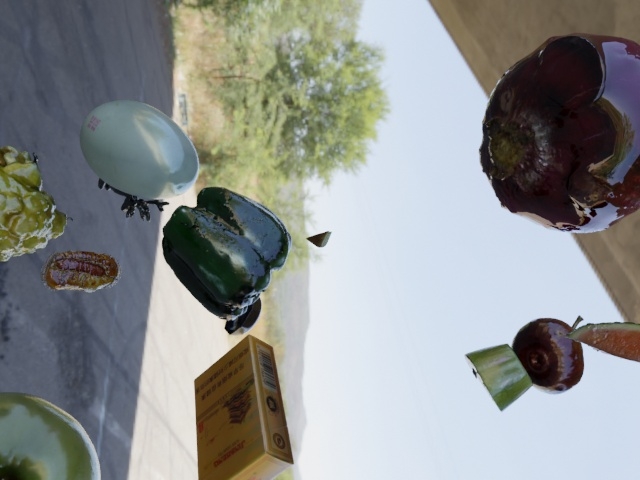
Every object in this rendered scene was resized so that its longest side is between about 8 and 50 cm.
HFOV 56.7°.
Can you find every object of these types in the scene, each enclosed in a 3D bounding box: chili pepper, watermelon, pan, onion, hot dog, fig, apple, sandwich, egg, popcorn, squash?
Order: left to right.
[{"bbox_3d":[-0.573,0.450,1.052,0.357,0.357,0.358,176,-90,-84],"label":"apple"},{"bbox_3d":[-0.529,-0.066,0.978,0.189,0.169,0.218,62,-13,0],"label":"popcorn"},{"bbox_3d":[-0.565,0.074,1.410,0.053,0.192,0.099,-5,-97,45],"label":"hot dog"},{"bbox_3d":[-0.457,-0.228,1.506,0.370,0.230,0.230,27,-45,29],"label":"egg"},{"bbox_3d":[-0.207,0.024,1.291,0.249,0.256,0.233,-55,174,34],"label":"chili pepper"},{"bbox_3d":[-0.177,0.161,1.558,0.202,0.048,0.128,-59,-152,-3],"label":"pan"},{"bbox_3d":[0.000,0.000,1.731,0.083,0.031,0.044,-14,-90,40],"label":"sandwich"},{"bbox_3d":[0.453,0.340,1.504,0.170,0.122,0.170,55,12,-18],"label":"squash"},{"bbox_3d":[0.641,0.313,1.642,0.249,0.186,0.204,3,64,-56],"label":"fig"},{"bbox_3d":[0.574,-0.213,1.231,0.398,0.420,0.399,-7,-98,62],"label":"onion"},{"bbox_3d":[0.585,0.202,1.106,0.245,0.119,0.063,14,-67,58],"label":"watermelon"}]

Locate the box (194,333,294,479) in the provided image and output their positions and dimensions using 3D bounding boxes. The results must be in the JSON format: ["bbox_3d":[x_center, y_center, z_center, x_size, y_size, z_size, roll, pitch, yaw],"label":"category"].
[{"bbox_3d":[-0.155,0.337,1.125,0.076,0.174,0.274,35,22,-34],"label":"box"}]

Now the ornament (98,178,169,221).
[{"bbox_3d":[-0.515,-0.165,1.677,0.236,0.080,0.202,44,-71,26],"label":"ornament"}]
